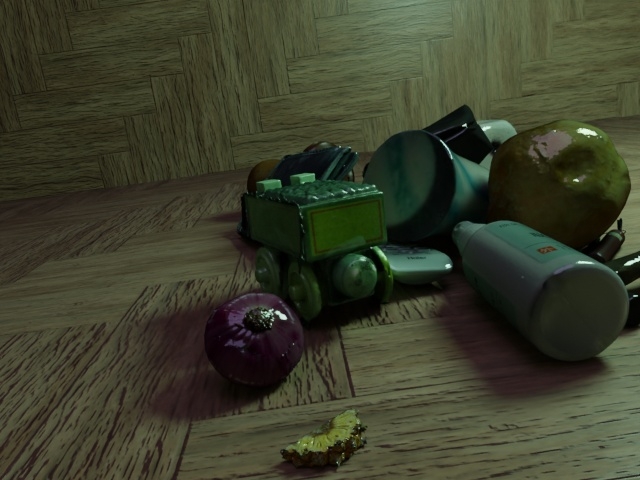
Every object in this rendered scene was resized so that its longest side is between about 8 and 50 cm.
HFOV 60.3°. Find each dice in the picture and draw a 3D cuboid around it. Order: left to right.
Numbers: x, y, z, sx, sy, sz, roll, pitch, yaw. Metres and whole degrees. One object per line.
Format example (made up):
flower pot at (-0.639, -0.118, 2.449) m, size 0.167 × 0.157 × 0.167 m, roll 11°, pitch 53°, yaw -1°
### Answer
dice at (0.374, -0.198, 1.387) m, size 0.194 × 0.192 × 0.193 m, roll -13°, pitch 14°, yaw -25°

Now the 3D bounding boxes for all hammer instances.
hammer at (0.512, 0.002, 0.745) m, size 0.439 × 0.044 × 0.168 m, roll -18°, pitch 19°, yaw -14°

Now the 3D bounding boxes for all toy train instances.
toy train at (-0.008, 0.004, 0.808) m, size 0.159 × 0.188 × 0.271 m, roll -13°, pitch 13°, yaw -24°

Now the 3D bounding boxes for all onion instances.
onion at (-0.076, 0.115, 0.625) m, size 0.115 × 0.115 × 0.104 m, roll -17°, pitch -27°, yaw -32°

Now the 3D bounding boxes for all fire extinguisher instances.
fire extinguisher at (0.447, 0.010, 0.872) m, size 0.173 × 0.035 × 0.049 m, roll -24°, pitch -17°, yaw -47°

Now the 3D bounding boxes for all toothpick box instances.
toothpick box at (-0.051, -0.155, 1.464) m, size 0.294 × 0.192 × 0.192 m, roll -2°, pitch 15°, yaw 40°

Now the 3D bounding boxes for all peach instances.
peach at (0.364, -0.076, 0.888) m, size 0.235 × 0.214 × 0.214 m, roll -44°, pitch 26°, yaw -13°

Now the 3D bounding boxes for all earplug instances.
earplug at (0.249, -0.077, 1.004) m, size 0.324 × 0.185 × 0.185 m, roll 6°, pitch 1°, yaw -45°

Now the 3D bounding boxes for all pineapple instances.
pineapple at (0.011, 0.175, 0.479) m, size 0.083 × 0.019 × 0.045 m, roll -19°, pitch 12°, yaw -34°

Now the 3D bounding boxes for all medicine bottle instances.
medicine bottle at (0.247, 0.033, 0.719) m, size 0.110 × 0.110 × 0.352 m, roll -8°, pitch 14°, yaw -2°

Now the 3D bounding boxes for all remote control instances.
remote control at (0.125, 0.024, 0.939) m, size 0.103 × 0.051 × 0.293 m, roll -1°, pitch 11°, yaw -9°

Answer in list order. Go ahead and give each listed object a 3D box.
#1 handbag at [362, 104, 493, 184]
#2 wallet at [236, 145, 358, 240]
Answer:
handbag at (0.174, -0.125, 1.168) m, size 0.288 × 0.152 × 0.342 m, roll -24°, pitch -14°, yaw -24°
wallet at (-0.060, -0.089, 1.190) m, size 0.237 × 0.075 × 0.342 m, roll -56°, pitch 23°, yaw -11°
